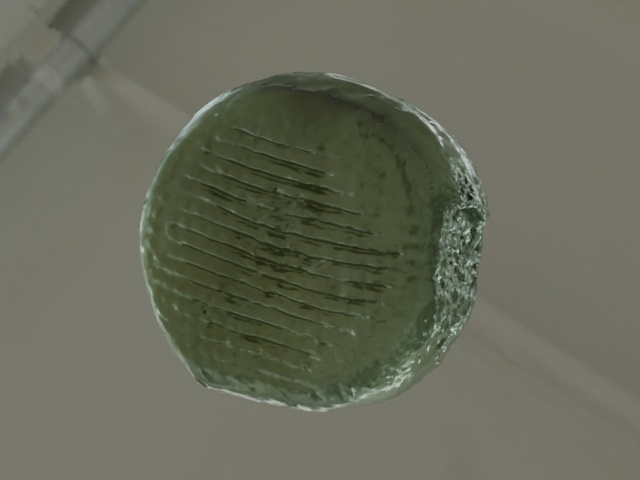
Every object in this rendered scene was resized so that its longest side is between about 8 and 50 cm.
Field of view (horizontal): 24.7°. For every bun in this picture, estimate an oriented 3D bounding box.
[{"bbox_3d":[-0.003,-0.001,0.881,0.221,0.108,0.221,0,-90,30],"label":"bun"}]
